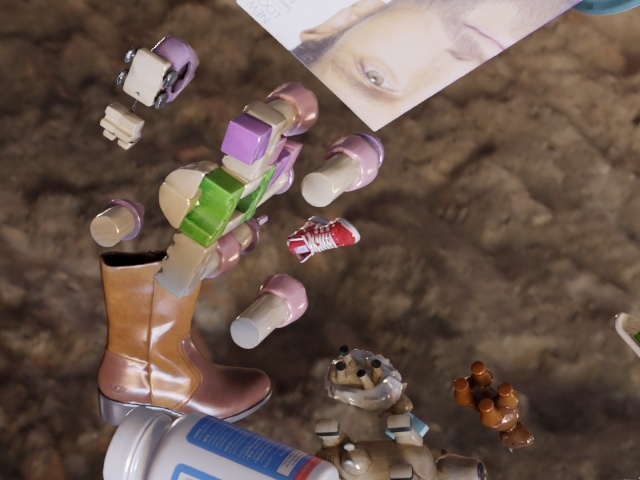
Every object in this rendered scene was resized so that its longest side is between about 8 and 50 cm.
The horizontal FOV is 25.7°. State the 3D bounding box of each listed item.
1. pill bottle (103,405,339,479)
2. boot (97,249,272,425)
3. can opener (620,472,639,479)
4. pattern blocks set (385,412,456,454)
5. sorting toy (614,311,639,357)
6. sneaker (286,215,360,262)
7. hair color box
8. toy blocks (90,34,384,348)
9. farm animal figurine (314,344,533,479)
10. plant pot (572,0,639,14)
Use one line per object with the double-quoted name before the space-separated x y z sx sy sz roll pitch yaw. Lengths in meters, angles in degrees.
"pill bottle" -0.104 0.248 1.434 0.221 0.124 0.124 20 -165 16
"boot" -0.186 0.125 1.991 0.264 0.280 0.096 2 -150 -11
"can opener" 0.389 0.396 1.853 0.076 0.095 0.283 18 -142 24
"pattern blocks set" 0.077 0.406 1.956 0.285 0.325 0.026 46 175 31
"sorting toy" 0.512 0.191 2.044 0.208 0.038 0.193 55 -166 17
"sneaker" 0.000 0.000 1.899 0.118 0.067 0.042 7 129 57
"hair color box" 0.115 -0.253 1.165 0.185 0.339 0.110 41 -141 -25
"toy blocks" -0.097 -0.084 1.760 0.309 0.288 0.260 33 -150 9
"farm animal figurine" 0.123 0.321 1.797 0.326 0.330 0.172 11 153 21
"plant pot" 0.226 -0.452 1.434 0.334 0.341 0.341 21 -162 -28
